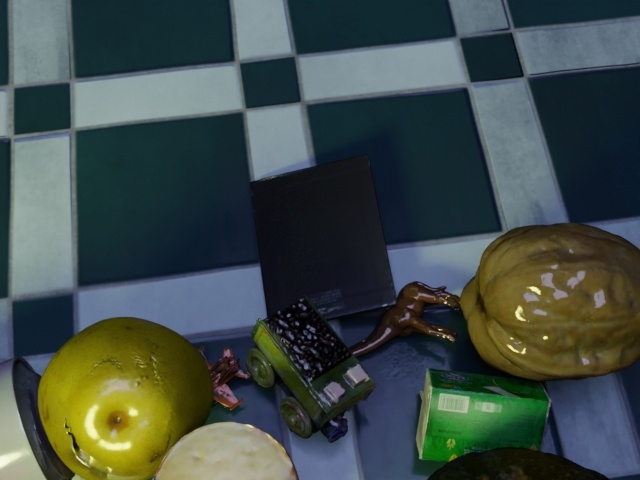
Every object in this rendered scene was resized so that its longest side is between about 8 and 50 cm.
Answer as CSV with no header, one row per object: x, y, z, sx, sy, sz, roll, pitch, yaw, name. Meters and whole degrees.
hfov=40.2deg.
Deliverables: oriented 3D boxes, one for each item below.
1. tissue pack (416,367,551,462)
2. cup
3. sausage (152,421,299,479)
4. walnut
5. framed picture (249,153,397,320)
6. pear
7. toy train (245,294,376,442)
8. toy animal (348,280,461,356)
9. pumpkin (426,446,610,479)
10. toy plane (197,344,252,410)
0.283,0.312,1.564,0.209,0.156,0.147,6,101,1,tissue pack
-0.616,0.368,1.455,0.372,0.253,0.253,-20,67,-9,cup
-0.142,0.434,1.411,0.233,0.287,0.233,1,65,-1,sausage
0.437,0.110,1.562,0.344,0.306,0.306,7,65,-10,walnut
0.000,0.000,1.734,0.256,0.014,0.338,-13,64,8,framed picture
-0.316,0.261,1.469,0.285,0.336,0.284,0,91,14,pear
-0.025,0.227,1.554,0.134,0.177,0.261,-26,66,-35,toy train
0.144,0.171,1.657,0.230,0.066,0.224,7,59,16,toy animal
0.312,0.537,1.335,0.455,0.344,0.454,-3,67,6,pumpkin
-0.220,0.277,1.614,0.188,0.062,0.135,-41,72,-3,toy plane
